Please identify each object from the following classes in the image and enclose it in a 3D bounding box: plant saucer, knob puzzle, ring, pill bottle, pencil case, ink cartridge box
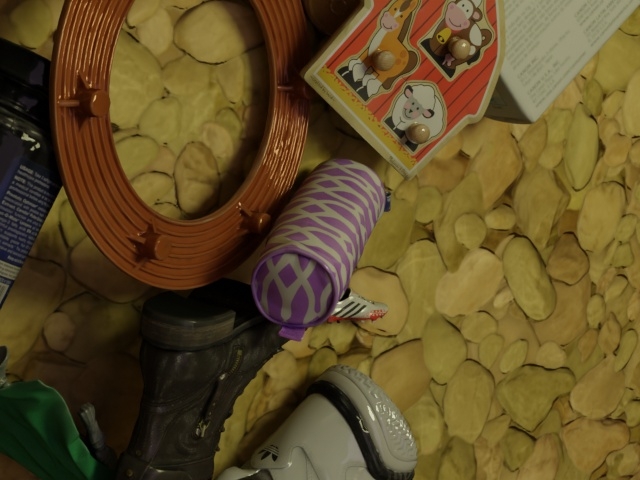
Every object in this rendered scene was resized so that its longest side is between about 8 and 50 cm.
[{"bbox_3d":[0.018,-0.218,1.165,0.083,0.083,0.015,66,31,-28],"label":"plant saucer"},{"bbox_3d":[0.103,-0.170,1.182,0.213,0.030,0.213,-11,119,-21],"label":"knob puzzle"},{"bbox_3d":[-0.097,-0.124,1.064,0.336,0.032,0.337,-18,112,-54],"label":"ring"},{"bbox_3d":[-0.268,-0.042,0.977,0.123,0.123,0.219,30,84,-37],"label":"pill bottle"},{"bbox_3d":[0.000,0.000,1.151,0.206,0.086,0.088,-57,163,-59],"label":"pencil case"},{"bbox_3d":[0.192,-0.358,1.258,0.308,0.091,0.385,-47,120,-16],"label":"ink cartridge box"}]

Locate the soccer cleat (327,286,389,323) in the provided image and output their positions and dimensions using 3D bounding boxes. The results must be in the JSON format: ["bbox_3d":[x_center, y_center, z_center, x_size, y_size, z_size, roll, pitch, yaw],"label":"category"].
[{"bbox_3d":[0.035,0.064,1.282,0.083,0.029,0.036,-2,107,-31],"label":"soccer cleat"}]

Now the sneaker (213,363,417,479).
[{"bbox_3d":[0.025,0.322,1.278,0.210,0.137,0.366,-34,114,-24],"label":"sneaker"}]

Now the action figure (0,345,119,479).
[{"bbox_3d":[-0.231,0.166,1.074,0.232,0.137,0.063,57,39,-48],"label":"action figure"}]

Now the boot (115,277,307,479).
[{"bbox_3d":[-0.106,0.158,1.138,0.263,0.091,0.229,-6,110,-59],"label":"boot"}]
